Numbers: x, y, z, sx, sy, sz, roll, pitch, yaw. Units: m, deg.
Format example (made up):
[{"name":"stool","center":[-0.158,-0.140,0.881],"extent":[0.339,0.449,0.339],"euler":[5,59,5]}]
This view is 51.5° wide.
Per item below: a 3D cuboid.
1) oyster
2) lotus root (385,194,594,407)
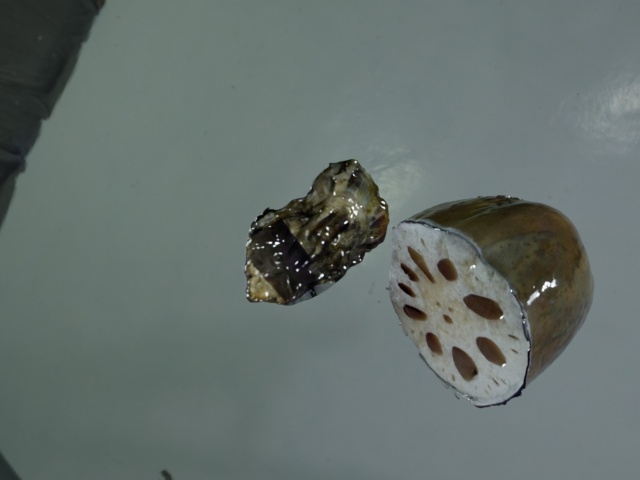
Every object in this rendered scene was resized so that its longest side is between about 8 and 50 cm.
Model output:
[{"name":"oyster","center":[-0.003,0.002,0.317],"extent":[0.083,0.054,0.019],"euler":[-37,23,2]},{"name":"lotus root","center":[0.218,0.056,0.842],"extent":[0.192,0.272,0.272],"euler":[-33,59,-22]}]
